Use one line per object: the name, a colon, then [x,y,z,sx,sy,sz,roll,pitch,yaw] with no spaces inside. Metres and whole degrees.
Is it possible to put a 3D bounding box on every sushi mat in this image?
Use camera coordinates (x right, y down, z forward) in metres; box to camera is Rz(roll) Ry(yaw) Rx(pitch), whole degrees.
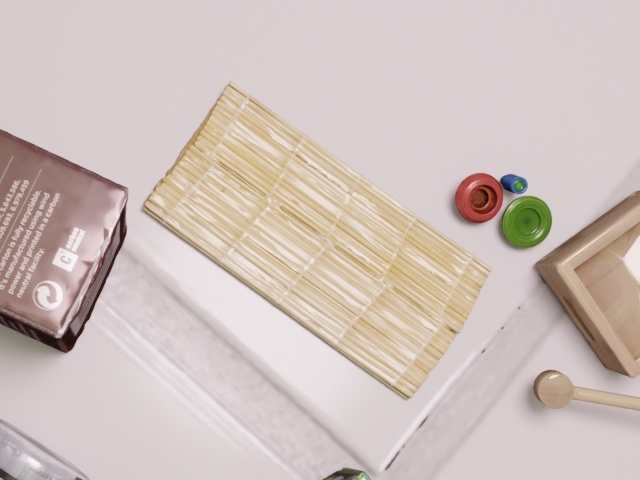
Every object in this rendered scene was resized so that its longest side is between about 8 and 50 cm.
sushi mat: [0.000,0.000,1.168,0.316,0.019,0.151,36,77,-3]

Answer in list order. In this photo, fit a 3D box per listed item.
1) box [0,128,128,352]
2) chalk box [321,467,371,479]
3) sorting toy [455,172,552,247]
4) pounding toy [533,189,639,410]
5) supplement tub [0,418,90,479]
box: [-0.357,-0.047,1.034,0.381,0.191,0.143,24,78,-6]
chalk box: [0.012,0.284,1.068,0.213,0.132,0.132,-29,86,-11]
sorting toy: [0.175,-0.036,1.195,0.102,0.042,0.061,27,94,-16]
pounding toy: [0.279,0.083,1.167,0.206,0.094,0.181,-35,93,-3]
supplement tub: [-0.288,0.253,1.034,0.117,0.117,0.190,35,77,-2]
